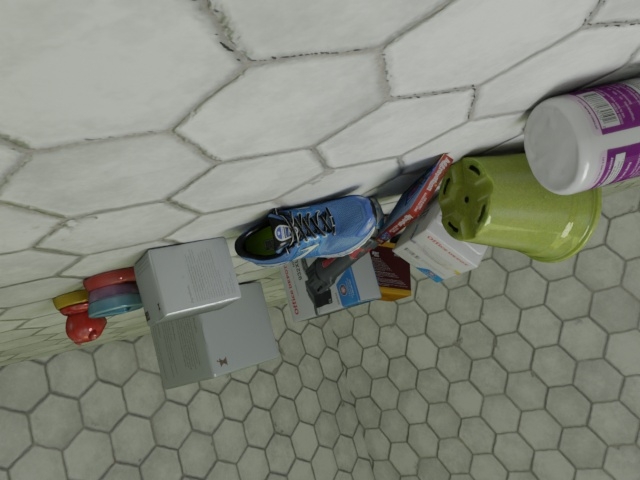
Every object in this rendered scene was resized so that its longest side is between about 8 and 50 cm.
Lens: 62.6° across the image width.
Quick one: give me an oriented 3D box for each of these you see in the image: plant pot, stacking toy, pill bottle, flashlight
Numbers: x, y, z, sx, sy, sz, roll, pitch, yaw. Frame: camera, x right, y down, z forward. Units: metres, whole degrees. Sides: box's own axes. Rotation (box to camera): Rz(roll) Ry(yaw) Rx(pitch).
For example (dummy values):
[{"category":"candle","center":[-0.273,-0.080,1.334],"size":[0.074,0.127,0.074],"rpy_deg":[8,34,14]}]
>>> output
[{"category":"plant pot","center":[0.414,-0.087,1.165],"size":[0.253,0.276,0.276],"rpy_deg":[1,165,-22]},{"category":"stacking toy","center":[-0.505,0.168,1.369],"size":[0.279,0.130,0.309],"rpy_deg":[-6,167,-46]},{"category":"pill bottle","center":[0.529,-0.192,0.911],"size":[0.301,0.169,0.169],"rpy_deg":[-14,171,-9]},{"category":"flashlight","center":[0.059,0.033,1.482],"size":[0.304,0.103,0.103],"rpy_deg":[-42,-172,47]}]

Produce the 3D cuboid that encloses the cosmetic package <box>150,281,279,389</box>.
[{"category":"cosmetic package","center":[-0.442,0.387,2.145],"size":[0.327,0.329,0.393],"rpy_deg":[-5,166,-46]}]

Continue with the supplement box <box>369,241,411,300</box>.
[{"category":"supplement box","center":[0.221,0.114,1.959],"size":[0.191,0.194,0.129],"rpy_deg":[9,160,-26]}]

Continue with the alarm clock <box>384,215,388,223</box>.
[{"category":"alarm clock","center":[0.174,-0.035,1.546],"size":[0.192,0.064,0.129],"rpy_deg":[-15,171,6]}]

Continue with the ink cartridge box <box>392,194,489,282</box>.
[{"category":"ink cartridge box","center":[0.348,-0.014,1.465],"size":[0.168,0.171,0.232],"rpy_deg":[-56,-175,-20]}]

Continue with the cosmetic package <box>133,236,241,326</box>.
[{"category":"cosmetic package","center":[-0.308,0.095,1.210],"size":[0.183,0.151,0.151],"rpy_deg":[-11,169,-34]}]

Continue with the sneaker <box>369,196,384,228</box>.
[{"category":"sneaker","center":[0.045,-0.031,1.285],"size":[0.237,0.086,0.085],"rpy_deg":[-20,172,30]}]

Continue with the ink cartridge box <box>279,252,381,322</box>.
[{"category":"ink cartridge box","center":[0.023,0.128,1.747],"size":[0.307,0.223,0.129],"rpy_deg":[-24,167,41]}]

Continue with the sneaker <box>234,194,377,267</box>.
[{"category":"sneaker","center":[-0.036,-0.012,1.126],"size":[0.330,0.130,0.147],"rpy_deg":[-19,173,19]}]

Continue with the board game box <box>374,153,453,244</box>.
[{"category":"board game box","center":[0.198,-0.081,1.166],"size":[0.145,0.027,0.281],"rpy_deg":[-58,-179,-14]}]

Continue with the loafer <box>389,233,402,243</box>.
[{"category":"loafer","center":[0.368,-0.005,1.992],"size":[0.096,0.084,0.267],"rpy_deg":[-10,169,-32]}]
